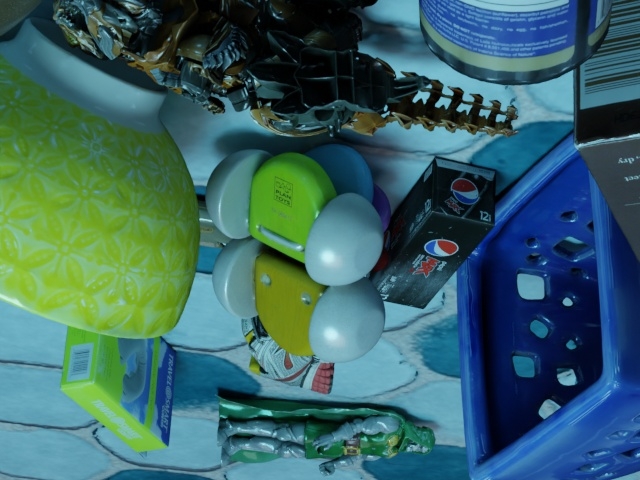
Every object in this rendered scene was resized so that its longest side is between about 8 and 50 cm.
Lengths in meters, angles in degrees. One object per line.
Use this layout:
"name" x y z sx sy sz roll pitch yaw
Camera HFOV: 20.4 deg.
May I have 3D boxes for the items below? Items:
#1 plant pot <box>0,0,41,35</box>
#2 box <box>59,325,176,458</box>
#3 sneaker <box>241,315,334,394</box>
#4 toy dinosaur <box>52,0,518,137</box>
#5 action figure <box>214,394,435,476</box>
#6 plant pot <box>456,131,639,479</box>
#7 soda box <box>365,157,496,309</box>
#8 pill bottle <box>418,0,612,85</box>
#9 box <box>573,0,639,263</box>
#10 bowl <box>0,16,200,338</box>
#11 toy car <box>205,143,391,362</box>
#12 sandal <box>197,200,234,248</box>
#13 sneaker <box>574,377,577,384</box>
"plant pot" -0.236 -0.203 1.079 0.215 0.215 0.230 9 166 -7
"box" -0.190 0.131 1.730 0.042 0.109 0.178 -9 148 20
"sneaker" -0.029 0.081 1.641 0.092 0.088 0.225 6 151 0
"toy dinosaur" -0.015 -0.140 1.234 0.321 0.164 0.218 -5 170 -21
"action figure" 0.007 0.211 1.901 0.232 0.063 0.137 -1 147 3
"plant pot" 0.257 0.069 1.441 0.212 0.236 0.236 10 150 -22
"soda box" 0.092 -0.003 1.507 0.060 0.053 0.169 12 151 -14
"pill bottle" 0.117 -0.209 1.049 0.122 0.123 0.219 1 137 6
"box" 0.277 -0.094 1.200 0.167 0.169 0.203 -10 148 22
"bowl" -0.196 -0.068 1.294 0.289 0.289 0.156 23 104 -29
"toy car" 0.000 0.000 1.445 0.159 0.136 0.182 25 133 36
"sandal" -0.064 -0.002 1.533 0.180 0.049 0.072 0 151 -1
"sneaker" 0.344 0.107 1.648 0.228 0.087 0.092 -14 139 18
